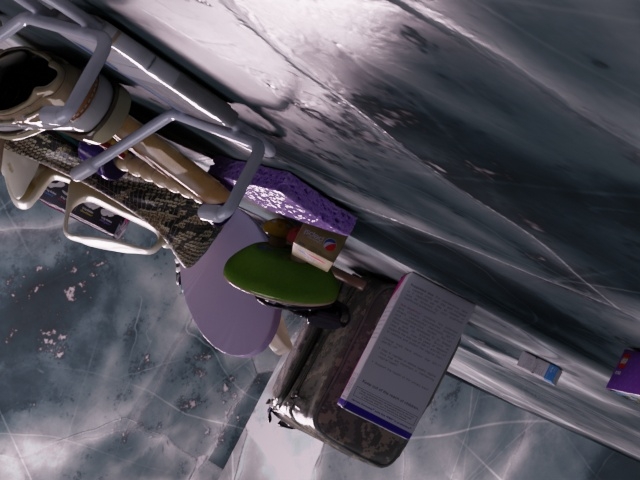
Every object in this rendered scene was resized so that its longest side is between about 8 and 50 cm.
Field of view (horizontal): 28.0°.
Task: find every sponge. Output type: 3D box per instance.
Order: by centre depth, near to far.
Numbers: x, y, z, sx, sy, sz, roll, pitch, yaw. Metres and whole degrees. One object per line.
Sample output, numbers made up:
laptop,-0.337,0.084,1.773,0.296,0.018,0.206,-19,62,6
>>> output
sponge,-0.051,-0.058,1.610,0.117,0.031,0.210,31,173,-30

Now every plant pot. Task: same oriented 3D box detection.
plant pot,-0.216,-0.115,1.685,0.236,0.032,0.236,35,176,3

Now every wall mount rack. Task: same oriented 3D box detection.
wall mount rack,-0.225,-0.131,1.266,0.350,0.130,0.304,33,172,-40

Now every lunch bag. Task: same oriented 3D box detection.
lunch bag,0.052,0.213,2.198,0.212,0.305,0.256,30,172,-27

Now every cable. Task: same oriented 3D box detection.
cable,-0.043,0.082,2.061,0.184,0.047,0.150,16,-160,-36

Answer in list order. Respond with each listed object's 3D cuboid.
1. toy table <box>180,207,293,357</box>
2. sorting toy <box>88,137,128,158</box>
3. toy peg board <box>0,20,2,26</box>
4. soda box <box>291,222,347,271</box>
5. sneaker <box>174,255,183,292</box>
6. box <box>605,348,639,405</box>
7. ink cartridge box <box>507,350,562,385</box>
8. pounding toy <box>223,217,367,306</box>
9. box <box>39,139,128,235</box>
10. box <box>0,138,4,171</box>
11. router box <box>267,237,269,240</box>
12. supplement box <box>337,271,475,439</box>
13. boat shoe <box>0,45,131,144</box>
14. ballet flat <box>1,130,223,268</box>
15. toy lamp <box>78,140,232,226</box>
toy table,-0.129,0.077,2.234,0.252,0.274,0.161,-13,165,22
sorting toy,-0.344,-0.173,1.863,0.274,0.046,0.132,25,174,26
toy peg board,-0.465,-0.241,1.447,0.161,0.160,0.079,17,137,61
soda box,0.000,0.000,1.764,0.061,0.058,0.181,27,174,0
sneaker,-0.218,0.030,2.362,0.108,0.121,0.302,7,143,30
box,0.455,0.192,1.374,0.201,0.057,0.293,29,174,-8
ink cartridge box,0.358,0.210,2.140,0.083,0.028,0.048,25,174,22
pounding toy,-0.038,0.017,2.001,0.183,0.110,0.237,20,-165,25
box,-0.422,-0.099,2.419,0.163,0.142,0.247,27,176,-6
box,-0.653,-0.145,1.953,0.311,0.121,0.148,12,158,-27
router box,-0.082,0.066,2.616,0.335,0.082,0.301,27,174,1
supplement box,0.124,0.168,1.884,0.114,0.220,0.111,26,175,-1
boat shoe,-0.355,-0.186,1.538,0.302,0.113,0.103,7,161,43
ballet flat,-0.394,-0.096,2.105,0.483,0.182,0.164,28,175,-1
toy lamp,-0.250,-0.102,1.932,0.275,0.080,0.080,23,173,25
